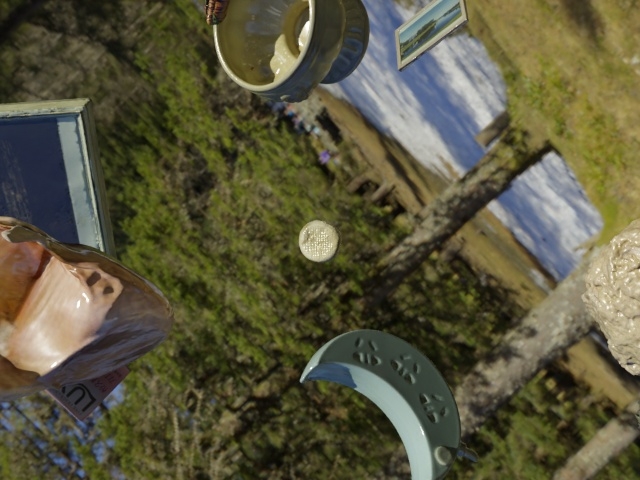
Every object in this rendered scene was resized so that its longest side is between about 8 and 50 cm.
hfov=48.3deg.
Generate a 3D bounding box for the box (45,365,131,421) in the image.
[{"bbox_3d":[-0.377,0.184,1.081,0.060,0.111,0.156,15,146,57],"label":"box"}]

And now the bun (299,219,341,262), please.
[{"bbox_3d":[0.000,0.000,1.388,0.086,0.086,0.055,46,-165,-2],"label":"bun"}]

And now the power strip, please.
[{"bbox_3d":[0.104,0.217,0.945,0.253,0.167,0.054,43,136,7],"label":"power strip"}]

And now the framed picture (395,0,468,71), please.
[{"bbox_3d":[0.188,-0.367,1.224,0.011,0.149,0.109,29,-135,-33],"label":"framed picture"}]

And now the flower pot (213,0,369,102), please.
[{"bbox_3d":[-0.045,-0.442,1.509,0.244,0.307,0.307,-8,-134,-50],"label":"flower pot"}]

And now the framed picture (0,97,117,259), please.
[{"bbox_3d":[-0.397,-0.035,0.941,0.018,0.231,0.293,-117,22,-61],"label":"framed picture"}]

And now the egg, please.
[{"bbox_3d":[0.567,0.087,1.152,0.279,0.279,0.310,45,168,52],"label":"egg"}]

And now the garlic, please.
[{"bbox_3d":[-0.182,0.031,0.442,0.174,0.099,0.124,20,-172,19],"label":"garlic"}]

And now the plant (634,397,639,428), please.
[{"bbox_3d":[0.677,0.372,1.406,0.092,0.094,0.143,6,-116,-48],"label":"plant"}]

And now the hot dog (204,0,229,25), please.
[{"bbox_3d":[-0.174,-0.406,1.194,0.049,0.037,0.122,45,147,11],"label":"hot dog"}]
